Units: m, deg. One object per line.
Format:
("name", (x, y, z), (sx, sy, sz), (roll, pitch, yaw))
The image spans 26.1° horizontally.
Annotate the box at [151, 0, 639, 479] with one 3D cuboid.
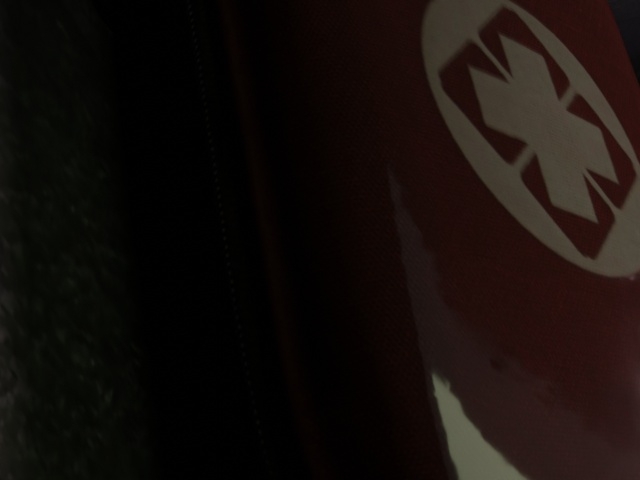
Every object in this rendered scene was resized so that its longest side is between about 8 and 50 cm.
("box", (0.054, -0.015, 0.562), (0.263, 0.108, 0.404), (17, 50, -40))
